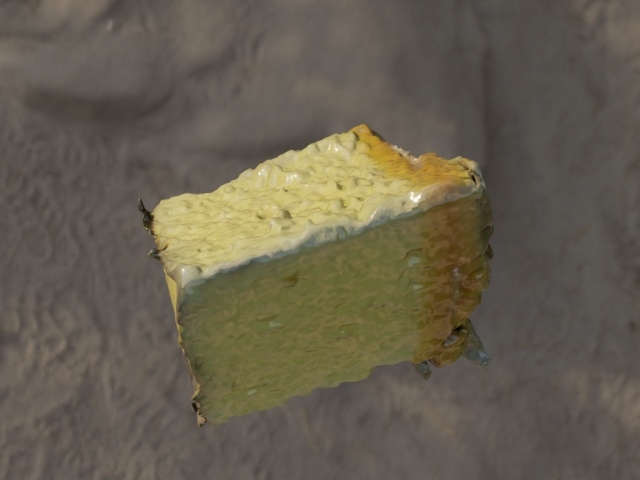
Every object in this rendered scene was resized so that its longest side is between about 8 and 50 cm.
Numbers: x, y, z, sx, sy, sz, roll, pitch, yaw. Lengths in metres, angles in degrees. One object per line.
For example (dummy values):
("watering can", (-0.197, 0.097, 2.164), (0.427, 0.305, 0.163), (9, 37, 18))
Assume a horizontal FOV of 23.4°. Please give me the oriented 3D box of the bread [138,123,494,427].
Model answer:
("bread", (0.000, 0.000, 0.666), (0.147, 0.152, 0.127), (-17, 72, -9))
